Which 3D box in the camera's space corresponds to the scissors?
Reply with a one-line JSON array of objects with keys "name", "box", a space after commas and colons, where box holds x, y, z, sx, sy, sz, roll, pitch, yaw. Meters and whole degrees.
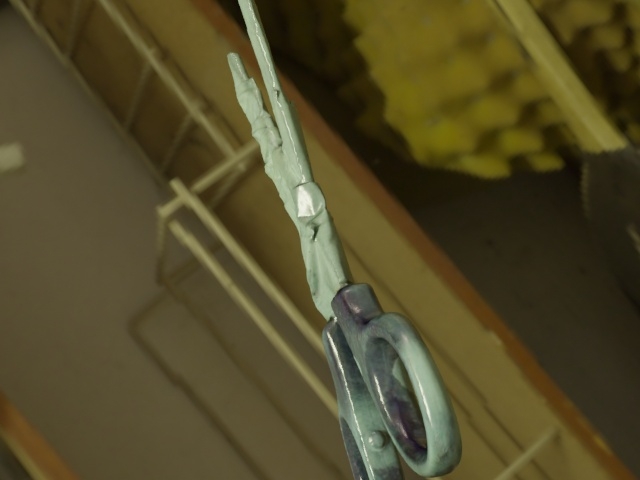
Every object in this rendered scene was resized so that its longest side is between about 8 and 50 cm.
[{"name": "scissors", "box": [0.000, 0.000, 0.914, 0.256, 0.029, 0.383, 104, 149, -66]}]
